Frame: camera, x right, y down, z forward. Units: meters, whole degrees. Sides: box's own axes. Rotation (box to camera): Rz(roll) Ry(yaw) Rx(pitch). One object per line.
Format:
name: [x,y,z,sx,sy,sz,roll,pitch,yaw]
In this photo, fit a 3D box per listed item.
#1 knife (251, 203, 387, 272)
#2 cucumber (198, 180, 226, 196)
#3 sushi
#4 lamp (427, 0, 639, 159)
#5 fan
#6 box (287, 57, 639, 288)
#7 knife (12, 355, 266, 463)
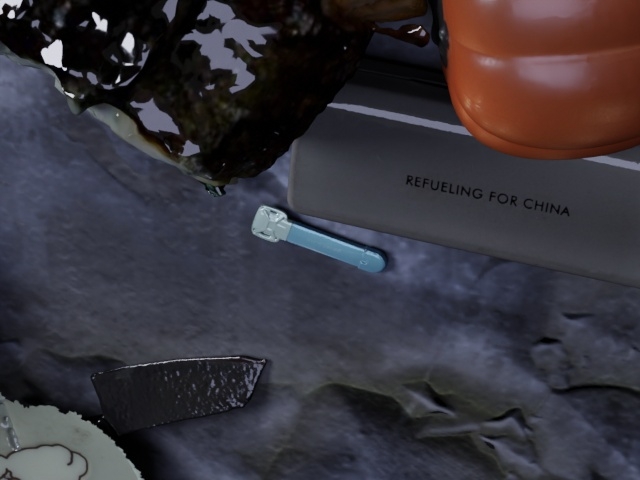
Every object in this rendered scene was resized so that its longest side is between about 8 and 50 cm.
knife: [0.000,0.000,0.921,0.096,0.010,0.027,20,125,-1]
cucumber: [-0.087,-0.111,0.856,0.036,0.033,0.184,-10,121,0]
sushi: [-0.109,-0.163,0.714,0.343,0.196,0.182,33,111,0]
lamp: [0.135,-0.135,0.692,0.164,0.187,0.187,-9,121,0]
fan: [-0.240,0.141,1.048,0.191,0.009,0.329,-10,111,17]
box: [0.103,-0.043,0.837,0.244,0.055,0.103,12,125,6]
knife: [-0.141,0.122,1.034,0.230,0.028,0.060,-16,104,22]
